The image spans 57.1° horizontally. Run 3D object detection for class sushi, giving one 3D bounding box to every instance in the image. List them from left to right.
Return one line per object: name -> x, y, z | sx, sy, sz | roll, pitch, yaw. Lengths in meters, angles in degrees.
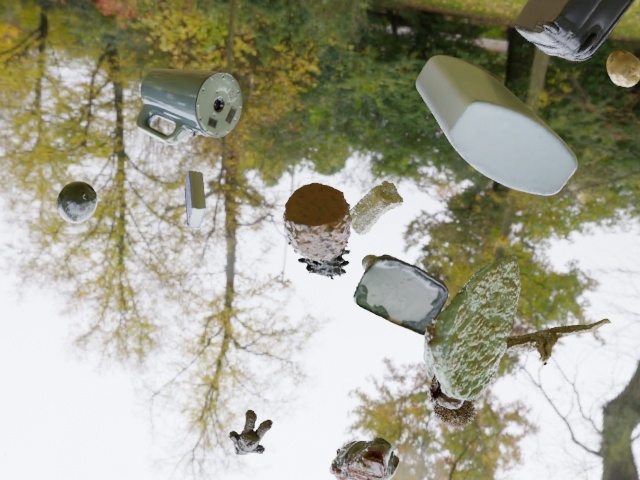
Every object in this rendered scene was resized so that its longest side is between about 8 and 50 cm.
sushi -> 0.123, 0.637, 1.674 | 0.124, 0.332, 0.130 | 48, -126, 3

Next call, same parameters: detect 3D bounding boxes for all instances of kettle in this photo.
kettle -> -0.351, -0.340, 1.501 | 0.243, 0.211, 0.160 | 19, 174, 32

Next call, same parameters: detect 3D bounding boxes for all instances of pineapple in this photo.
pineapple -> 0.000, 0.000, 1.345 | 0.157, 0.279, 0.158 | -3, -124, 4

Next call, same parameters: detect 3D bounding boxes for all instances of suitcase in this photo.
suitcase -> 0.728, -0.696, 1.647 | 0.188, 0.345, 0.339 | 27, -160, -16

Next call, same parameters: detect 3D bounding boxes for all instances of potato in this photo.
potato -> 0.651, -0.371, 1.264 | 0.068, 0.062, 0.083 | 5, -135, -28

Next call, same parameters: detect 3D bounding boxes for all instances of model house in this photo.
model house -> 0.232, 0.146, 1.906 | 0.271, 0.190, 0.301 | 24, -176, -9

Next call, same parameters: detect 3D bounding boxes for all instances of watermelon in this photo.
watermelon -> -0.486, -0.077, 1.176 | 0.078, 0.078, 0.110 | -3, 160, -30

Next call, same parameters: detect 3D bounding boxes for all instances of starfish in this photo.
starfish -> 0.416, 0.207, 1.191 | 0.231, 0.048, 0.295 | -14, 176, -42

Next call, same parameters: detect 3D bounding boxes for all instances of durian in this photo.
durian -> 0.470, 0.583, 2.064 | 0.158, 0.137, 0.168 | 32, -159, 7

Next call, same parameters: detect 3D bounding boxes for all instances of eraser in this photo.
eraser -> -0.226, -0.074, 1.058 | 0.027, 0.063, 0.085 | 0, -121, -21
eraser -> 0.257, -0.189, 0.903 | 0.189, 0.104, 0.290 | 29, -155, -16

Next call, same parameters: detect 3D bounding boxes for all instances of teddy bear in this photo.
teddy bear -> -0.208, 0.582, 1.721 | 0.119, 0.160, 0.078 | 27, -152, -6

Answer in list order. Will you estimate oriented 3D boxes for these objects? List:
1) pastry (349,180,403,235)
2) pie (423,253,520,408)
pastry -> 0.190, -0.114, 2.127 | 0.089, 0.258, 0.121 | -37, -91, -40
pie -> 0.277, 0.154, 1.053 | 0.105, 0.257, 0.274 | 23, -123, 36
